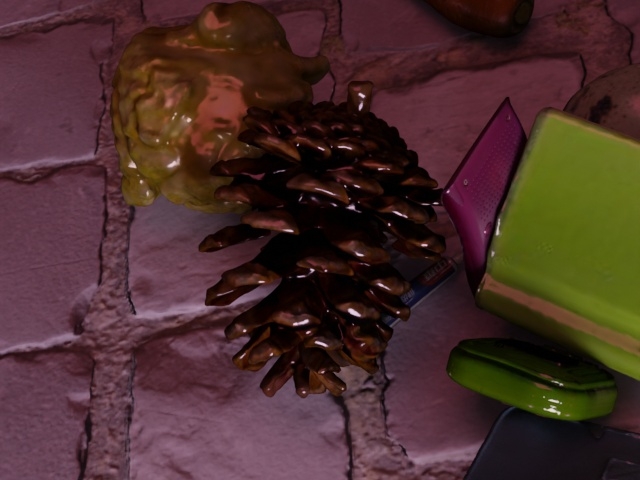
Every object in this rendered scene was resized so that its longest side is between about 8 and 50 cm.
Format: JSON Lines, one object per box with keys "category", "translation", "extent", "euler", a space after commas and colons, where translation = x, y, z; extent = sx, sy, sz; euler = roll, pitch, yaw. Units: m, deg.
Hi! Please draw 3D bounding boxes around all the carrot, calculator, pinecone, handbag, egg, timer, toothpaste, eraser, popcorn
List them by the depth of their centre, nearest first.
{"category": "handbag", "translation": [0.201, 0.237, 1.126], "extent": [0.179, 0.062, 0.229], "euler": [11, 36, 22]}
{"category": "timer", "translation": [0.190, 0.121, 1.223], "extent": [0.140, 0.128, 0.047], "euler": [18, 100, 35]}
{"category": "eraser", "translation": [0.297, 0.020, 1.237], "extent": [0.274, 0.092, 0.210], "euler": [22, 95, 26]}
{"category": "pinecone", "translation": [0.000, 0.000, 1.296], "extent": [0.244, 0.244, 0.309], "euler": [17, 90, 26]}
{"category": "calculator", "translation": [0.170, -0.032, 1.303], "extent": [0.034, 0.190, 0.127], "euler": [16, 59, 30]}
{"category": "egg", "translation": [0.327, -0.111, 1.356], "extent": [0.181, 0.141, 0.141], "euler": [-3, 52, 12]}
{"category": "toothpaste", "translation": [0.092, 0.055, 1.368], "extent": [0.140, 0.021, 0.037], "euler": [-38, 48, -10]}
{"category": "popcorn", "translation": [-0.117, -0.134, 1.474], "extent": [0.256, 0.195, 0.255], "euler": [31, 75, 33]}
{"category": "carrot", "translation": [0.160, -0.296, 1.588], "extent": [0.193, 0.087, 0.087], "euler": [31, 66, 35]}
